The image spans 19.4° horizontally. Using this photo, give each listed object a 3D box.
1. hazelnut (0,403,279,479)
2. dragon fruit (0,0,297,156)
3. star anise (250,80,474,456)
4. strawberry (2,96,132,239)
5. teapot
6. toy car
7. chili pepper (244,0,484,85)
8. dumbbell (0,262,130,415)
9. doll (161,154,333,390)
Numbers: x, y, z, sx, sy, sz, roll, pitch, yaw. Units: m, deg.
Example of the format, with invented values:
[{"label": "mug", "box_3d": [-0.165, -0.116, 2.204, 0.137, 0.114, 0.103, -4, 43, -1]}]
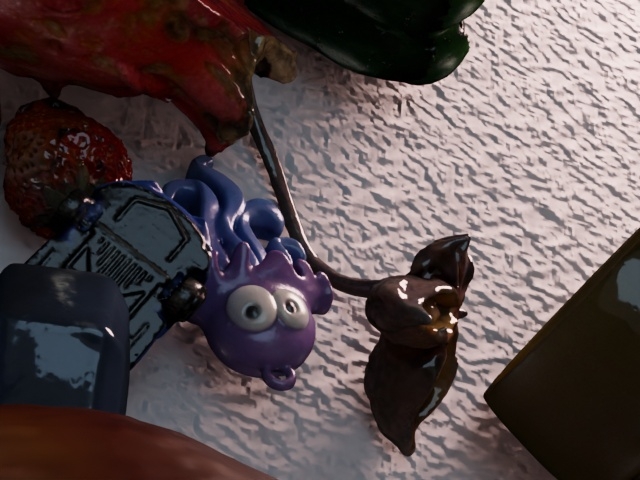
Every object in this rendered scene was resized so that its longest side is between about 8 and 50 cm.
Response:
[{"label": "hazelnut", "box_3d": [-0.103, 0.241, 0.766, 0.421, 0.421, 0.352, -7, 66, -29]}, {"label": "dragon fruit", "box_3d": [-0.123, -0.131, 1.187, 0.211, 0.134, 0.262, 33, 11, -6]}, {"label": "star anise", "box_3d": [0.000, 0.000, 1.201, 0.227, 0.148, 0.218, 18, 81, 22]}, {"label": "strawberry", "box_3d": [-0.162, -0.047, 1.162, 0.083, 0.083, 0.096, 4, 55, -23]}, {"label": "teapot", "box_3d": [0.225, 0.092, 1.184, 0.175, 0.185, 0.268, 46, 15, 4]}, {"label": "toy car", "box_3d": [-0.149, 0.055, 1.089, 0.103, 0.063, 0.216, 38, 63, 4]}, {"label": "chili pepper", "box_3d": [0.021, -0.252, 1.311, 0.257, 0.233, 0.248, 27, 33, 3]}, {"label": "dumbbell", "box_3d": [-0.256, 0.076, 0.944, 0.316, 0.143, 0.156, 6, 18, -8]}, {"label": "doll", "box_3d": [-0.054, 0.017, 1.178, 0.110, 0.067, 0.206, -3, 45, -25]}]
